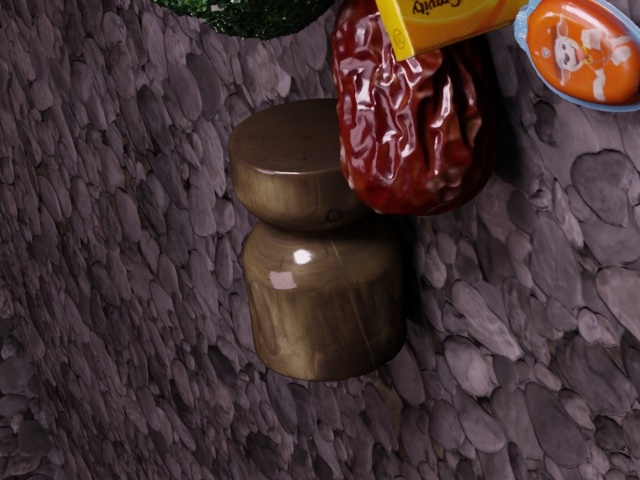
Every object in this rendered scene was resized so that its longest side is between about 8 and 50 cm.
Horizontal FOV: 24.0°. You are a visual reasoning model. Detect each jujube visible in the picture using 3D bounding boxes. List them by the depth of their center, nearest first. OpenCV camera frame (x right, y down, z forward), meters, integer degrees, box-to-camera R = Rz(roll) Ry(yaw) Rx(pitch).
[{"bbox_3d":[0.082,-0.137,1.419,0.155,0.155,0.230,4,110,63],"label":"jujube"}]

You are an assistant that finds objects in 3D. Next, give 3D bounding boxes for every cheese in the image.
[{"bbox_3d":[0.250,-0.134,1.194,0.256,0.037,0.106,32,139,38],"label":"cheese"}]

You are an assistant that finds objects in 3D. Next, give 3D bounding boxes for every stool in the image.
[{"bbox_3d":[0.000,0.000,1.650,0.179,0.179,0.264,37,140,49],"label":"stool"}]

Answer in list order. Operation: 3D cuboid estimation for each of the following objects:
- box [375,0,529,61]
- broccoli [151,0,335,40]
[{"bbox_3d":[0.089,-0.300,1.272,0.043,0.152,0.269,-9,100,67],"label":"box"},{"bbox_3d":[-0.053,-0.325,1.382,0.308,0.307,0.275,-3,98,64],"label":"broccoli"}]
